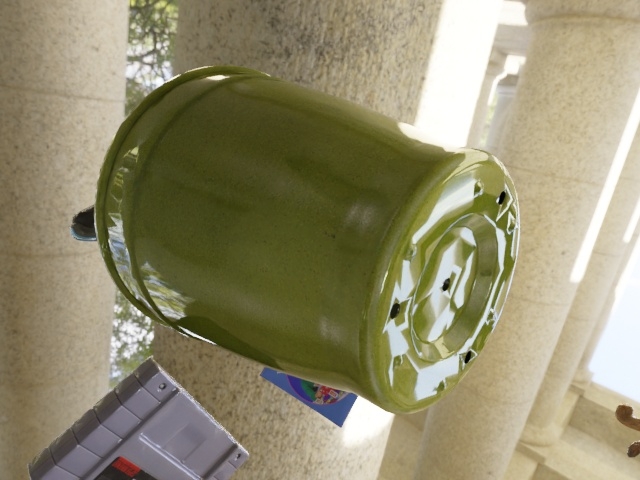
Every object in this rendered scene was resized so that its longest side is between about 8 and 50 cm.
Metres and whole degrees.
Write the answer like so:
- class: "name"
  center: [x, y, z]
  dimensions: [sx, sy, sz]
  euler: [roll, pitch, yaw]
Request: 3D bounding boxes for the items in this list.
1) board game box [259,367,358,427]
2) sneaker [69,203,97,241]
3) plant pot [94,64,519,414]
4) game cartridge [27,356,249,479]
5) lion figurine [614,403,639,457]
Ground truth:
- class: "board game box"
  center: [0.037, 0.256, 1.153]
  dimensions: [0.233, 0.347, 0.078]
  euler: [31, 163, 6]
- class: "sneaker"
  center: [-0.301, -0.112, 0.818]
  dimensions: [0.341, 0.140, 0.125]
  euler: [-36, -161, -35]
- class: "plant pot"
  center: [0.000, 0.000, 0.499]
  dimensions: [0.366, 0.367, 0.353]
  euler: [-6, -161, -43]
- class: "game cartridge"
  center: [-0.285, 0.387, 0.779]
  dimensions: [0.068, 0.355, 0.230]
  euler: [22, -122, 39]
- class: "lion figurine"
  center: [0.659, 0.210, 0.696]
  dimensions: [0.142, 0.392, 0.240]
  euler: [25, 176, -25]
